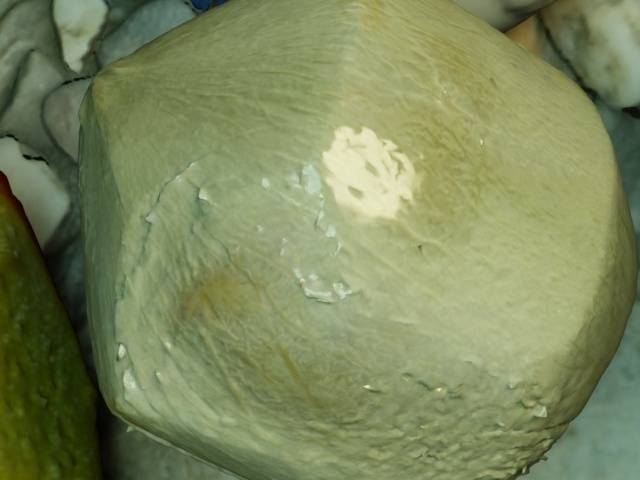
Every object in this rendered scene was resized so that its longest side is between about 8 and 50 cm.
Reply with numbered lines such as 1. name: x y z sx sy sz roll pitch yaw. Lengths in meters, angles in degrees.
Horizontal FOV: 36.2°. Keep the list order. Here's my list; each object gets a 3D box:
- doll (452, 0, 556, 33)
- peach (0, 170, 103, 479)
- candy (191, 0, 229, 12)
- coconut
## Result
1. doll: 0.063 -0.227 0.512 0.221 0.221 0.251 34 90 19
2. peach: -0.295 0.111 0.483 0.310 0.335 0.406 -20 81 10
3. candy: -0.115 -0.293 0.588 0.331 0.077 0.187 53 138 32
4. coconut: 0.000 0.000 0.457 0.247 0.245 0.245 26 87 -15
